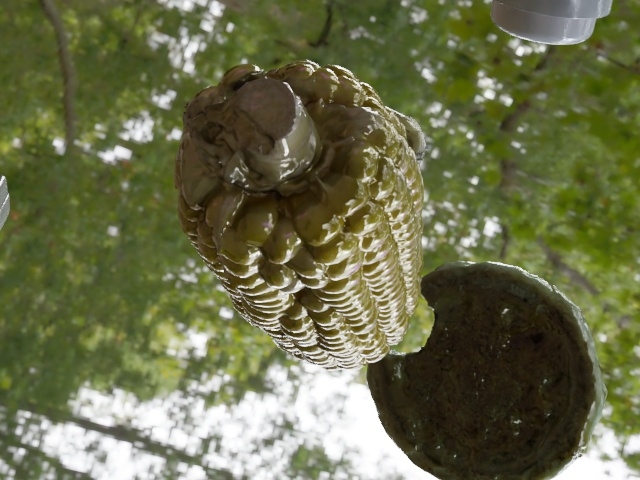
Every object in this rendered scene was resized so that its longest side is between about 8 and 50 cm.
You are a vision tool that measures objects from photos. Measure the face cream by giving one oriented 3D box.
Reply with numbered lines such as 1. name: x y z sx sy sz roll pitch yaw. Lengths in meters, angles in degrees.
1. face cream: 0.163 -0.192 0.823 0.091 0.091 0.095 -120 -147 -58

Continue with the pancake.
1. pancake: 0.167 0.143 1.200 0.253 0.037 0.253 1 -88 25

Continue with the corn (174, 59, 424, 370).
1. corn: 0.000 0.000 0.685 0.347 0.130 0.130 66 32 -68

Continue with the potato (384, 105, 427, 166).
1. potato: 0.005 -0.082 1.730 0.242 0.285 0.242 172 -90 -71

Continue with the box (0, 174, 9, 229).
1. box: -0.508 -0.042 1.425 0.103 0.243 0.055 -101 -169 -68
